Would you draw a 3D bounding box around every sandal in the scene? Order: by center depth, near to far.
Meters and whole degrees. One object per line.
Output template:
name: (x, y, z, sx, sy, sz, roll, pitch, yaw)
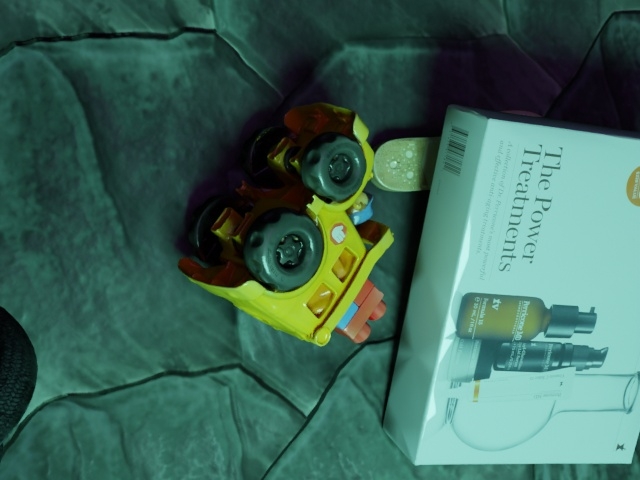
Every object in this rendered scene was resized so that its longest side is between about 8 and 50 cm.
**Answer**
sandal: (0.175, -0.095, 1.146, 0.240, 0.079, 0.088, -11, 96, -21)

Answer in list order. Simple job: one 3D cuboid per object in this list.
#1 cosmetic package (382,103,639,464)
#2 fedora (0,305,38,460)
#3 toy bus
cosmetic package: (0.245, 0.058, 1.128, 0.285, 0.097, 0.377, 4, 105, -23)
fedora: (-0.391, 0.187, 0.874, 0.334, 0.334, 0.152, -24, 130, -19)
toy bus: (0.000, 0.000, 1.059, 0.211, 0.149, 0.220, 40, 75, -31)
